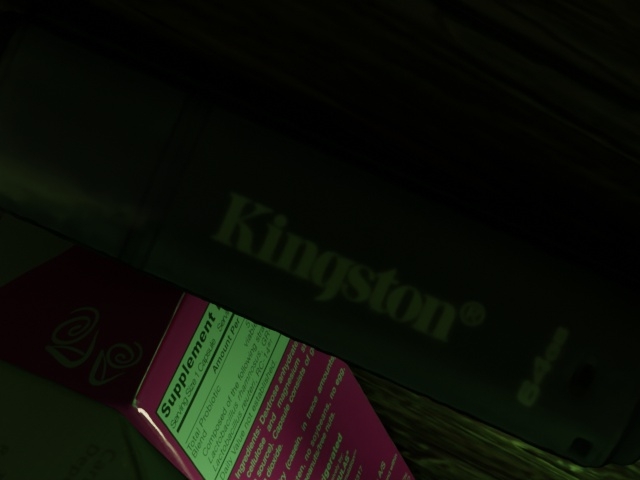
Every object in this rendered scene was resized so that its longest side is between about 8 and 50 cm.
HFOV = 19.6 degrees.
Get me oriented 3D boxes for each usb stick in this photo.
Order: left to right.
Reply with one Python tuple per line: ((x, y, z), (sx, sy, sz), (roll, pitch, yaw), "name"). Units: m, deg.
((0.000, 0.000, 0.670), (0.278, 0.077, 0.045), (24, -175, -3), "usb stick")

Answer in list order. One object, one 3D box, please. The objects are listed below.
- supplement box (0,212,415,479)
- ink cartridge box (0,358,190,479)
((-0.056, 0.084, 0.784), (0.111, 0.114, 0.220), (2, 139, 30), "supplement box")
((0.036, 0.180, 0.572), (0.385, 0.091, 0.308), (11, 149, 53), "ink cartridge box")
